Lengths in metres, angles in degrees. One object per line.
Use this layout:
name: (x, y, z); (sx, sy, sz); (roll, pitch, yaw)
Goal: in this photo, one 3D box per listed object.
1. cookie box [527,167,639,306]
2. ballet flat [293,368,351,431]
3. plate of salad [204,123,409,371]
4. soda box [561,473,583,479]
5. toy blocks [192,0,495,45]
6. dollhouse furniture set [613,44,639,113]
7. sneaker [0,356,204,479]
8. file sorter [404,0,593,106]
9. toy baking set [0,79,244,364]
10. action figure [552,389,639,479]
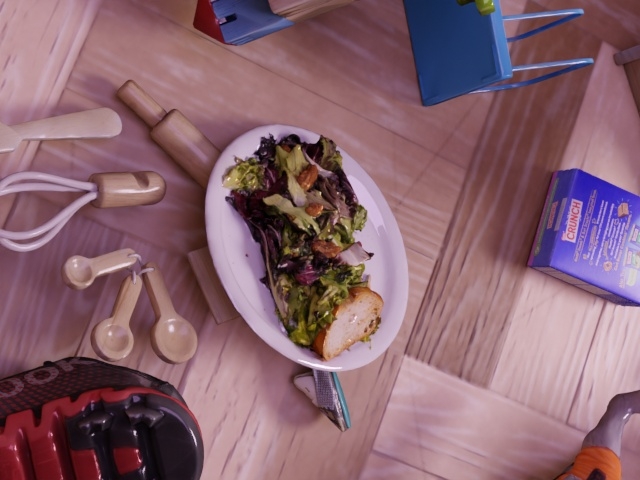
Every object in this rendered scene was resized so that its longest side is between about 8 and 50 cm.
cookie box: (0.243, -0.002, 1.038); (0.107, 0.040, 0.091); (22, 78, -19)
ballet flat: (-0.004, 0.095, 0.938); (0.041, 0.041, 0.114); (-11, 90, -22)
plate of salad: (0.000, 0.000, 0.907); (0.200, 0.048, 0.199); (19, 59, -34)
soda box: (0.185, 0.290, 0.792); (0.083, 0.092, 0.263); (-30, 123, -26)
toy blocks: (-0.061, -0.297, 0.854); (0.261, 0.191, 0.381); (-19, 93, 11)
dollhouse furniture set: (0.452, -0.122, 0.991); (0.286, 0.303, 0.198); (-21, 95, -22)
sneaker: (-0.213, 0.141, 0.817); (0.276, 0.135, 0.097); (-7, 101, 1)
file sorter: (0.140, -0.208, 0.974); (0.105, 0.118, 0.170); (-11, 90, -26)
toy baking set: (-0.137, -0.025, 0.857); (0.256, 0.030, 0.196); (48, 47, -10)
action figure: (0.164, 0.306, 0.954); (0.330, 0.178, 0.341); (-28, 126, -16)
